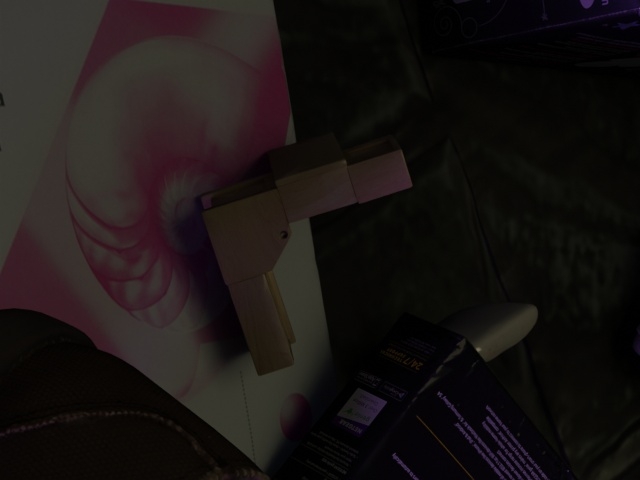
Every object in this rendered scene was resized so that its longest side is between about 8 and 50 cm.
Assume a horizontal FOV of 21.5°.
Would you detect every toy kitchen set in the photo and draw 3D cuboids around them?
[{"bbox_3d":[0.000,0.000,0.706,0.068,0.083,0.075,-106,179,-75],"label":"toy kitchen set"}]

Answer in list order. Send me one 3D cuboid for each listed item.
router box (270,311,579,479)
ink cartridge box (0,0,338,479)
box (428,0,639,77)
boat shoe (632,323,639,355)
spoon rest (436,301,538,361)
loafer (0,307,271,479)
[{"bbox_3d":[0.054,0.139,0.752,0.133,0.046,0.179,-50,126,-15],"label":"router box"},{"bbox_3d":[-0.137,-0.025,0.651,0.324,0.071,0.330,-16,99,-46],"label":"ink cartridge box"},{"bbox_3d":[0.181,-0.184,0.955,0.247,0.142,0.163,-1,85,-48],"label":"box"},{"bbox_3d":[0.317,0.095,1.104,0.103,0.118,0.320,-50,133,6],"label":"boat shoe"},{"bbox_3d":[0.075,0.161,0.864,0.137,0.084,0.276,-27,118,-44],"label":"spoon rest"},{"bbox_3d":[-0.121,0.177,0.477,0.134,0.130,0.366,70,39,-51],"label":"loafer"}]
